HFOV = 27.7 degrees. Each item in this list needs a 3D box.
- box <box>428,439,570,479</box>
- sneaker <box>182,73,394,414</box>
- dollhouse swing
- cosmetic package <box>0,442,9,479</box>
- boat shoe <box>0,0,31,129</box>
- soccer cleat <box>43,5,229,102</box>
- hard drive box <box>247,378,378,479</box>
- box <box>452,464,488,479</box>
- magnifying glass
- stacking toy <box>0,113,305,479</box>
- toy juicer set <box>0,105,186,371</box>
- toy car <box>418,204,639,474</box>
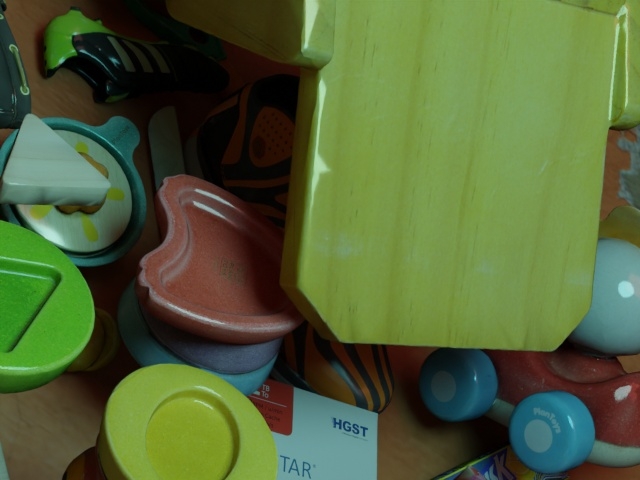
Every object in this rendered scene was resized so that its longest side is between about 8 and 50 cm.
[{"bbox_3d":[0.159,0.234,1.235,0.169,0.054,0.059,-16,77,-42],"label":"box"},{"bbox_3d":[0.000,0.000,1.148,0.125,0.180,0.321,-26,84,-44],"label":"sneaker"},{"bbox_3d":[0.055,-0.103,1.085,0.347,0.315,0.304,5,105,-35],"label":"dollhouse swing"},{"bbox_3d":[-0.285,0.201,0.846,0.153,0.129,0.296,-6,70,-40],"label":"cosmetic package"},{"bbox_3d":[-0.291,-0.175,1.063,0.069,0.081,0.227,9,44,-38],"label":"boat shoe"},{"bbox_3d":[-0.169,-0.154,1.189,0.179,0.060,0.072,14,68,-25],"label":"soccer cleat"},{"bbox_3d":[-0.051,0.236,1.043,0.181,0.089,0.232,20,55,-30],"label":"hard drive box"},{"bbox_3d":[0.191,0.355,1.094,0.142,0.154,0.300,-44,99,2],"label":"box"},{"bbox_3d":[-0.116,-0.192,1.269,0.092,0.026,0.231,-34,91,-44],"label":"magnifying glass"},{"bbox_3d":[-0.159,0.076,0.929,0.280,0.130,0.309,29,36,-7],"label":"stacking toy"},{"bbox_3d":[-0.190,-0.005,1.063,0.329,0.089,0.209,-19,79,-44],"label":"toy juicer set"},{"bbox_3d":[0.247,0.074,1.230,0.219,0.210,0.237,1,108,-47],"label":"toy car"}]
